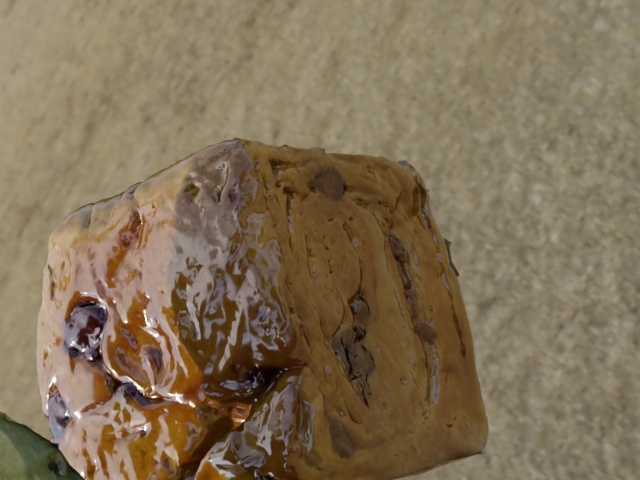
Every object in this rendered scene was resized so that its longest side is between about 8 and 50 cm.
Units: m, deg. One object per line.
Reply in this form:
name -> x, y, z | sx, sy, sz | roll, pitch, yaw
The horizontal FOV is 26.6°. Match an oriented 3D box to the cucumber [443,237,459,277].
cucumber -> 0.001, -0.001, 0.930 | 0.257, 0.044, 0.043 | 9, 67, 51

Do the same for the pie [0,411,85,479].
pie -> -0.159, 0.180, 0.407 | 0.070, 0.323, 0.323 | -41, 27, 48

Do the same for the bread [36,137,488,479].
bread -> -0.026, 0.048, 0.584 | 0.143, 0.158, 0.149 | -18, 75, 31
